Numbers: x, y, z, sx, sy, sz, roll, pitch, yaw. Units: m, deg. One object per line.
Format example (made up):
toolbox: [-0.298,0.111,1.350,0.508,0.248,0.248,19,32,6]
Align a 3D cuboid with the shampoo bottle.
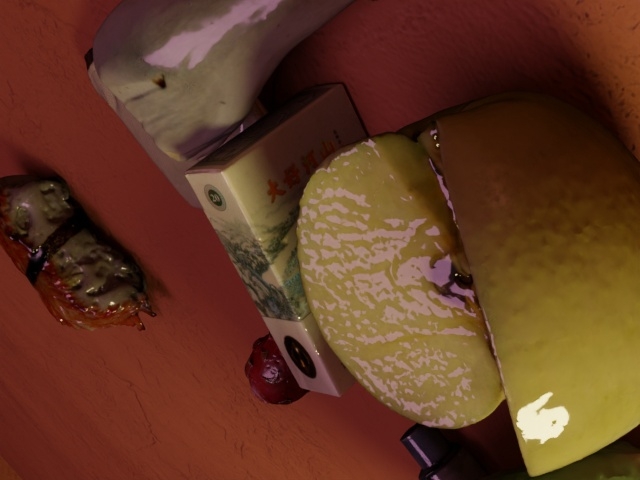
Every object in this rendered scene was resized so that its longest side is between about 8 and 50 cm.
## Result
shampoo bottle: [0.175,0.298,1.176,0.214,0.072,0.072,50,148,-1]

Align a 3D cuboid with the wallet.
wallet: [-0.148,-0.157,1.101,0.274,0.068,0.335,57,153,-5]

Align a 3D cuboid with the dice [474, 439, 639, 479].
dice: [0.189,0.380,0.936,0.322,0.330,0.318,-34,71,51]

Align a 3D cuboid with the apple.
apple: [0.143,0.018,0.774,0.295,0.233,0.257,1,111,63]

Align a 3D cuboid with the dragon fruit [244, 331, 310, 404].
dragon fruit: [-0.050,0.180,1.307,0.094,0.094,0.190,38,151,17]

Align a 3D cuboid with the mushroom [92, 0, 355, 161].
mushroom: [-0.063,-0.188,0.873,0.329,0.122,0.159,-25,137,38]

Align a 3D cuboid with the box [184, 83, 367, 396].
box: [0.000,0.000,0.985,0.069,0.164,0.256,3,126,51]

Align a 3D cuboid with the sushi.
sushi: [-0.379,0.016,1.502,0.332,0.130,0.124,51,153,8]
